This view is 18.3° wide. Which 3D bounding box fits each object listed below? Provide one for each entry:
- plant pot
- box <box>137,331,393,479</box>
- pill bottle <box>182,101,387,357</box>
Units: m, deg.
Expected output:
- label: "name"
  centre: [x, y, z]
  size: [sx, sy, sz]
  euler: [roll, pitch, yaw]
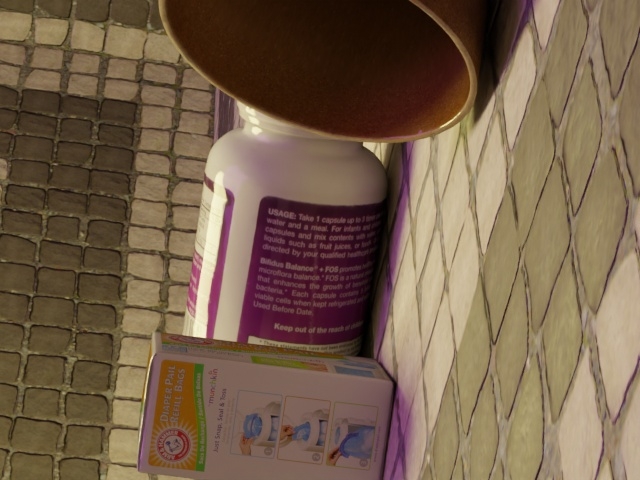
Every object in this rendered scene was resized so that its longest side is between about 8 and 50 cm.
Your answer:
- label: "plant pot"
  centre: [0.035, -0.241, 1.460]
  size: [0.237, 0.237, 0.254]
  euler: [113, 177, -65]
- label: "box"
  centre: [-0.051, 0.146, 1.675]
  size: [0.114, 0.203, 0.103]
  euler: [-133, 51, -81]
- label: "pill bottle"
  centre: [-0.029, -0.004, 1.807]
  size: [0.169, 0.169, 0.302]
  euler: [-107, 26, -73]
